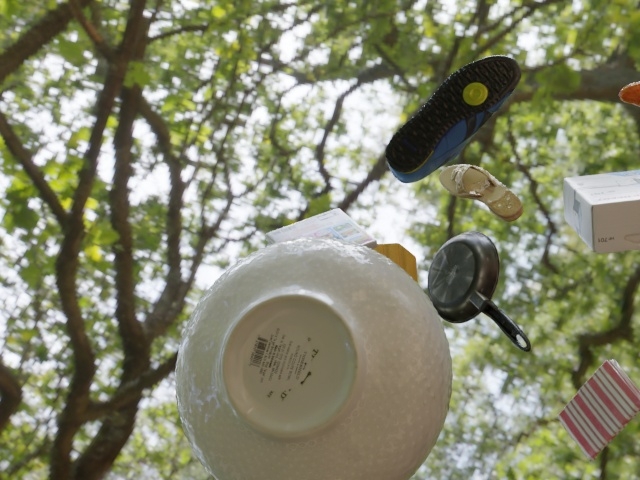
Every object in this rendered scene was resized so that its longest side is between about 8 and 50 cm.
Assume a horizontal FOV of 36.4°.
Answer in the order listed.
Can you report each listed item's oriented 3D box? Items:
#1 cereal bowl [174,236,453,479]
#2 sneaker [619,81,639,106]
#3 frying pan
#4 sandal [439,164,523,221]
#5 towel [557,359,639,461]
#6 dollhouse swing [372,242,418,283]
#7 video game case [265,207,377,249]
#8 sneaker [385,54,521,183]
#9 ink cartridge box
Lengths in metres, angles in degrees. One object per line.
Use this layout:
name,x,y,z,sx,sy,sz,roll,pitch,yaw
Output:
cereal bowl,-0.018,0.153,1.133,0.339,0.338,0.141,-65,-16,-7
sneaker,0.752,-0.308,2.159,0.064,0.175,0.067,93,-168,-50
frying pan,0.298,0.124,1.971,0.053,0.326,0.197,20,-46,-34
sandal,0.340,-0.129,2.104,0.088,0.240,0.079,-42,-44,-9
towel,0.632,0.381,2.186,0.029,0.144,0.197,20,-64,-34
dollhouse swing,0.094,0.177,2.239,0.315,0.346,0.305,-89,-4,-83
video game case,0.000,0.000,1.761,0.157,0.143,0.019,-20,-55,-21
sneaker,0.172,-0.153,1.253,0.209,0.069,0.082,-42,-23,6
ink cartridge box,0.473,-0.049,1.533,0.191,0.139,0.082,-86,-11,-75
